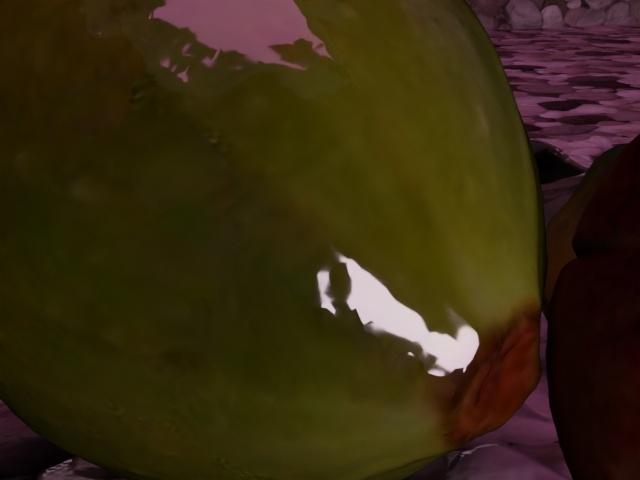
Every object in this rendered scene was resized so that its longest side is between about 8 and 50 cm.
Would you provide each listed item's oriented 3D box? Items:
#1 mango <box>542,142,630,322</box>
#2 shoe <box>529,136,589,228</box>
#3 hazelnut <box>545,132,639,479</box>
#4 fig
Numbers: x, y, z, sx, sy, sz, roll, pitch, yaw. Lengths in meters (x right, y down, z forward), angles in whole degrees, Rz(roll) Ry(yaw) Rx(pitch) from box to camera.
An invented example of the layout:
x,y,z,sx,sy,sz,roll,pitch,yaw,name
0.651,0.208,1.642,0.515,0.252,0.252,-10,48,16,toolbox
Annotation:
x,y,z,sx,sy,sz,roll,pitch,yaw,name
0.214,0.011,0.699,0.137,0.091,0.237,34,39,10,mango
0.156,-0.038,0.917,0.103,0.098,0.275,-6,16,-31,shoe
0.196,0.036,0.438,0.229,0.230,0.229,0,16,0,hazelnut
-0.026,-0.013,0.516,0.316,0.316,0.316,0,16,0,fig
